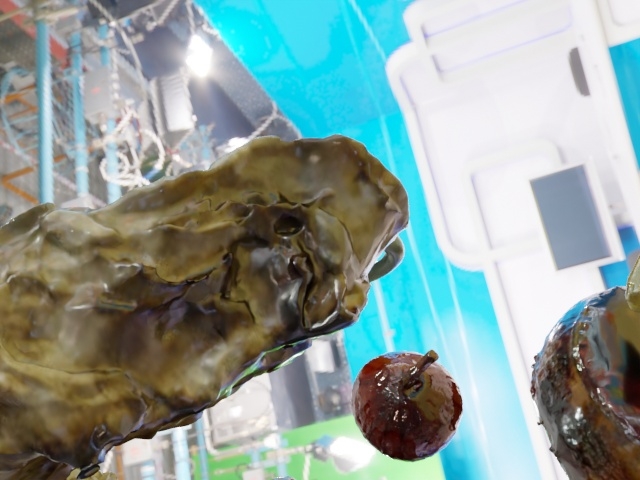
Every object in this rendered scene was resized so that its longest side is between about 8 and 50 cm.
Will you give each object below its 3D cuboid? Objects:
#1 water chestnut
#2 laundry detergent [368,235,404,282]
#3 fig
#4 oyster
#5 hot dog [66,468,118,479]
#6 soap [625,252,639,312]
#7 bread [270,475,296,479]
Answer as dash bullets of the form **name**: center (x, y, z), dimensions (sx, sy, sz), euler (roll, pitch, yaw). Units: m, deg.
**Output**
- **water chestnut**: center (0.447, 0.193, 0.986), dimensions (0.302, 0.350, 0.350), euler (102, 169, -45)
- **laundry detergent**: center (0.000, 0.000, 1.060), dimensions (0.214, 0.280, 0.105), euler (30, -132, -20)
- **fig**: center (0.104, 0.183, 0.857), dimensions (0.150, 0.128, 0.128), euler (-15, 91, 63)
- **oyster**: center (-0.134, 0.085, 0.391), dimensions (0.111, 0.396, 0.204), euler (60, 167, 24)
- **hot dog**: center (-0.465, 0.355, 0.952), dimensions (0.367, 0.365, 0.196), euler (26, -149, -7)
- **soap**: center (0.393, -0.007, 0.805), dimensions (0.252, 0.092, 0.037), euler (-44, -67, -44)
- **bread**: center (-0.006, 0.523, 0.836), dimensions (0.390, 0.279, 0.371), euler (49, -174, -19)
